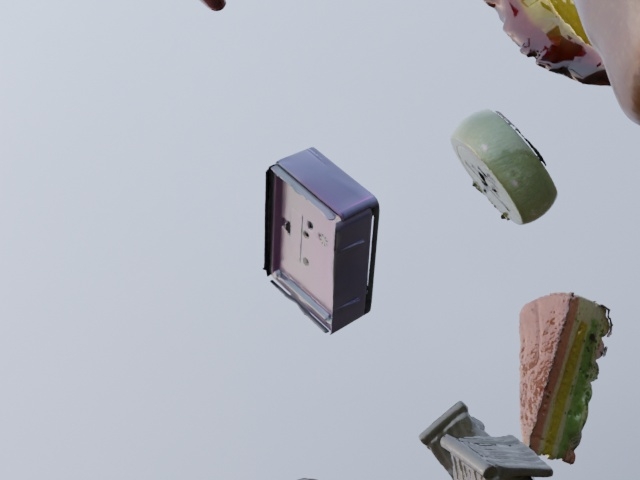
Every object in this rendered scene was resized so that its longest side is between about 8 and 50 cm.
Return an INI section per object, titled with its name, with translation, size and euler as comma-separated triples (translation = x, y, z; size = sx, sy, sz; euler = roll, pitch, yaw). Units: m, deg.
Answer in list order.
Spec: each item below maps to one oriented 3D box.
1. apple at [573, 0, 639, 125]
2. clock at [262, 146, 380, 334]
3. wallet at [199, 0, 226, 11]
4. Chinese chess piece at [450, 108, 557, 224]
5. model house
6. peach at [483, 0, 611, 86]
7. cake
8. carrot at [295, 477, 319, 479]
[apple]
translation = 0.300, -0.210, 0.937
size = 0.288, 0.288, 0.317
euler = -9, -38, -27
[clock]
translation = 0.000, 0.001, 1.864
size = 0.073, 0.144, 0.193
euler = -27, -40, -29
[wallet]
translation = -0.152, -0.285, 1.280
size = 0.025, 0.119, 0.232
euler = -44, -27, -5
[Chinese chess piece]
translation = 0.276, -0.110, 2.293
size = 0.083, 0.188, 0.188
euler = -39, -21, -3
[model house]
translation = 0.172, 0.262, 1.522
size = 0.122, 0.188, 0.229
euler = -34, 21, -5
[peach]
translation = 0.278, -0.361, 1.438
size = 0.310, 0.406, 0.335
euler = -30, 1, -25
[cake]
translation = 0.309, 0.183, 2.031
size = 0.090, 0.225, 0.109
euler = 4, -17, 44
[carrot]
translation = 0.028, 0.229, 1.233
size = 0.035, 0.036, 0.165
euler = -2, 13, -40
